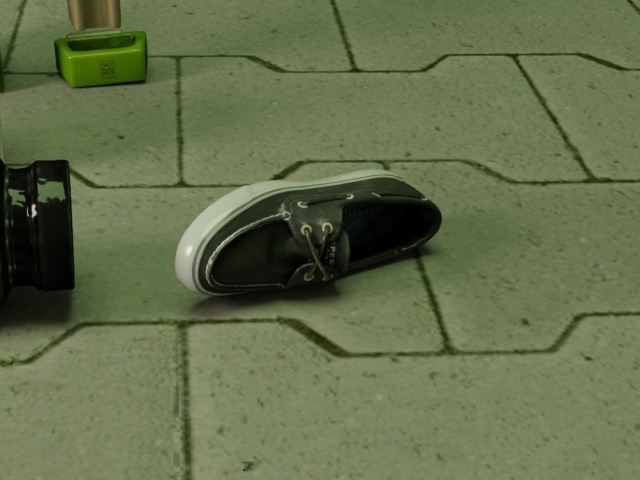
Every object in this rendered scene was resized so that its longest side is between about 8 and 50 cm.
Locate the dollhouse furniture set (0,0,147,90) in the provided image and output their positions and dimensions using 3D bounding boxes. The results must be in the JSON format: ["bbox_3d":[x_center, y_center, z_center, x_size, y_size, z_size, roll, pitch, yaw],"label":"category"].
[{"bbox_3d":[-0.278,-0.315,1.437,0.197,0.302,0.151,-7,30,-12],"label":"dollhouse furniture set"}]

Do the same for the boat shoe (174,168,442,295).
[{"bbox_3d":[0.000,0.000,1.086,0.228,0.080,0.076,-12,27,-41],"label":"boat shoe"}]

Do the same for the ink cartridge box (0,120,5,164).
[{"bbox_3d":[-0.382,-0.124,1.209,0.218,0.159,0.092,-11,28,-23],"label":"ink cartridge box"}]

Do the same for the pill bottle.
[{"bbox_3d":[-0.285,-0.006,1.019,0.219,0.123,0.123,-2,27,-9],"label":"pill bottle"}]
